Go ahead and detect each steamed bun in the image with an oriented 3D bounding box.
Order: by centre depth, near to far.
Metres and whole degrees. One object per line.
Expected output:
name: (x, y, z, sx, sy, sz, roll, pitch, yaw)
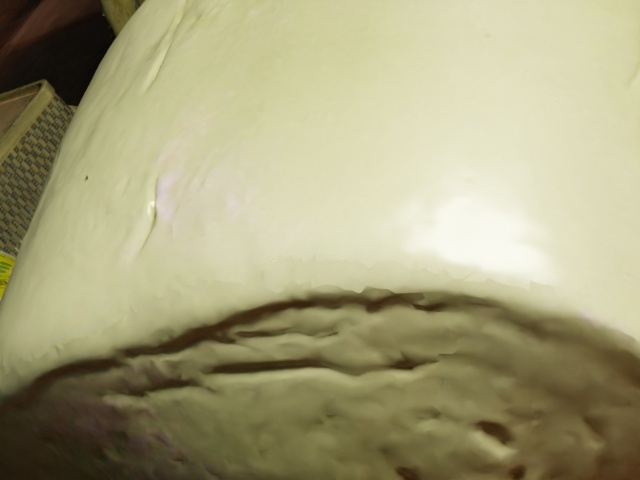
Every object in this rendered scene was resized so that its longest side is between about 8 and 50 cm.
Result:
steamed bun: (0.000, 0.000, 0.916, 0.456, 0.290, 0.371, -21, 35, 35)

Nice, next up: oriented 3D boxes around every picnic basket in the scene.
picnic basket: (-0.310, -0.012, 1.494, 0.165, 0.139, 0.267, -10, 40, 46)

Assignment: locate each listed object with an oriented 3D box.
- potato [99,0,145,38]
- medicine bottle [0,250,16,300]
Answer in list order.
potato: (-0.110, -0.233, 1.522, 0.141, 0.192, 0.296, -18, 18, -25)
medicine bottle: (-0.256, 0.105, 1.262, 0.143, 0.143, 0.258, -44, 28, -3)
